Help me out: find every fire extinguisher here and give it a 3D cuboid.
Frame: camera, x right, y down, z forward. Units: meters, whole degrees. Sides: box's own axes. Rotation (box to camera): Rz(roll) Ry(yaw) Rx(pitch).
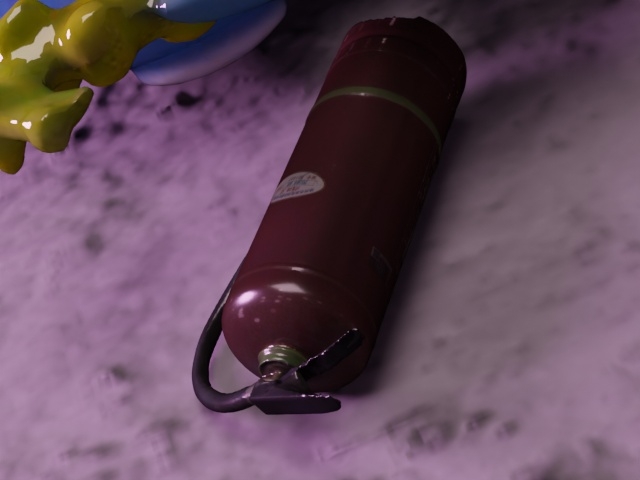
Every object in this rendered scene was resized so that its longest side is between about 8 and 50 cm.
[{"bbox_3d":[0.000,0.000,0.523,0.078,0.045,0.157,-29,29,41],"label":"fire extinguisher"}]

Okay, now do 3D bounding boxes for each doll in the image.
[{"bbox_3d":[-0.013,-0.139,0.657,0.341,0.099,0.346,-26,31,-19],"label":"doll"}]
